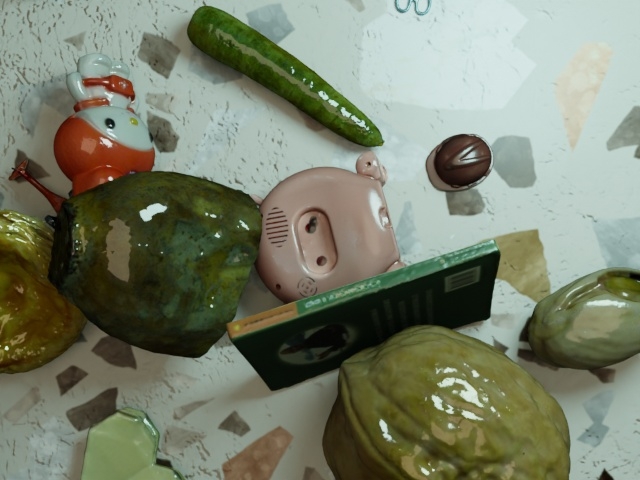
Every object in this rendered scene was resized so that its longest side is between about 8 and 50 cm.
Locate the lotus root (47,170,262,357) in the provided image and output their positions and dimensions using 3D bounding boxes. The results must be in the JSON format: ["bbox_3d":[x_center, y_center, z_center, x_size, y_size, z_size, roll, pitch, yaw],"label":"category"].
[{"bbox_3d":[-0.240,0.026,1.093,0.260,0.149,0.267,20,98,-37],"label":"lotus root"}]

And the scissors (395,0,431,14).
[{"bbox_3d":[0.154,-0.423,1.234,0.058,0.014,0.119,7,92,0],"label":"scissors"}]

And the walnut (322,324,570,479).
[{"bbox_3d":[0.166,0.278,1.084,0.344,0.306,0.306,36,90,3],"label":"walnut"}]

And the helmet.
[{"bbox_3d":[0.223,-0.124,1.205,0.111,0.057,0.089,-26,91,0],"label":"helmet"}]

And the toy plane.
[{"bbox_3d":[-0.405,-0.065,1.209,0.126,0.077,0.194,-30,80,-7],"label":"toy plane"}]

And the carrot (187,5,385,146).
[{"bbox_3d":[-0.049,-0.252,1.207,0.358,0.074,0.074,33,89,0],"label":"carrot"}]

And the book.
[{"bbox_3d":[0.072,0.113,1.110,0.371,0.260,0.043,-18,63,0],"label":"book"}]

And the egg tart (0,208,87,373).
[{"bbox_3d":[-0.490,0.072,1.158,0.295,0.116,0.294,-8,121,-13],"label":"egg tart"}]

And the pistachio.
[{"bbox_3d":[0.429,0.120,1.163,0.238,0.153,0.137,-23,49,-2],"label":"pistachio"}]

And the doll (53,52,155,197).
[{"bbox_3d":[-0.324,-0.134,1.165,0.130,0.161,0.290,-13,76,29],"label":"doll"}]

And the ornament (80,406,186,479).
[{"bbox_3d":[-0.314,0.380,1.207,0.180,0.059,0.201,-32,86,1],"label":"ornament"}]

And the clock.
[{"bbox_3d":[0.000,0.000,1.159,0.241,0.142,0.227,-14,83,10],"label":"clock"}]
